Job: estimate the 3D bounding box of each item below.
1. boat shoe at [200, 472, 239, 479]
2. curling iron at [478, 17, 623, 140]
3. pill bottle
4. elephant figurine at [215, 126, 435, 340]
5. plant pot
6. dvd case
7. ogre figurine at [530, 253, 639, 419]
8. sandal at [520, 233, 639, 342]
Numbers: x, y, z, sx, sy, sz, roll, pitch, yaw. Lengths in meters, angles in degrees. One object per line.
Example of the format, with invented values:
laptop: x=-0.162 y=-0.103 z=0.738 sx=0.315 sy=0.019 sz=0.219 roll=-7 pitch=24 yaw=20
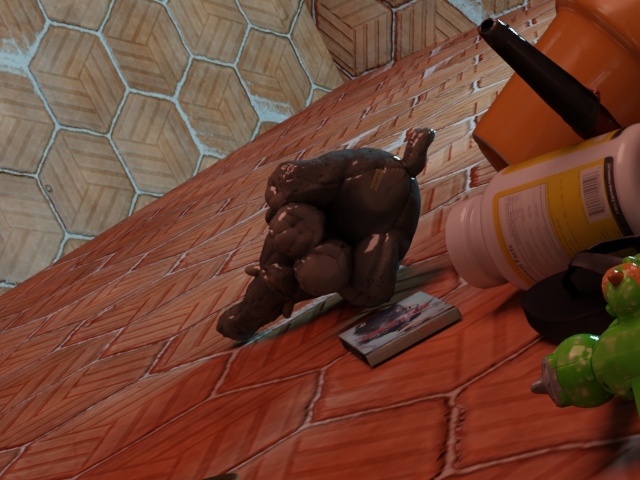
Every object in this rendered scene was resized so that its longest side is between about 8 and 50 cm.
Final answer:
boat shoe: x=-0.071 y=0.186 z=0.930 sx=0.050 sy=0.045 sz=0.135 roll=-16 pitch=8 yaw=17
curling iron: x=0.214 y=-0.099 z=1.140 sx=0.068 sy=0.274 sz=0.035 roll=-19 pitch=50 yaw=44
pill bottle: x=0.188 y=-0.018 z=1.150 sx=0.184 sy=0.103 sz=0.103 roll=-18 pitch=13 yaw=43
elephant figurine: x=0.000 y=0.000 z=1.490 sx=0.186 sy=0.169 sz=0.239 roll=0 pitch=-13 yaw=-11
plant pot: x=0.241 y=-0.107 z=1.289 sx=0.188 sy=0.205 sz=0.205 roll=-43 pitch=9 yaw=1
dvd case: x=0.065 y=0.073 z=1.275 sx=0.087 sy=0.013 sz=0.119 roll=-28 pitch=10 yaw=-7
ogre figurine: x=0.198 y=0.052 z=0.791 sx=0.197 sy=0.097 sz=0.118 roll=4 pitch=11 yaw=44
sandal: x=0.227 y=0.018 z=0.990 sx=0.097 sy=0.054 sz=0.254 roll=-32 pitch=11 yaw=-31
